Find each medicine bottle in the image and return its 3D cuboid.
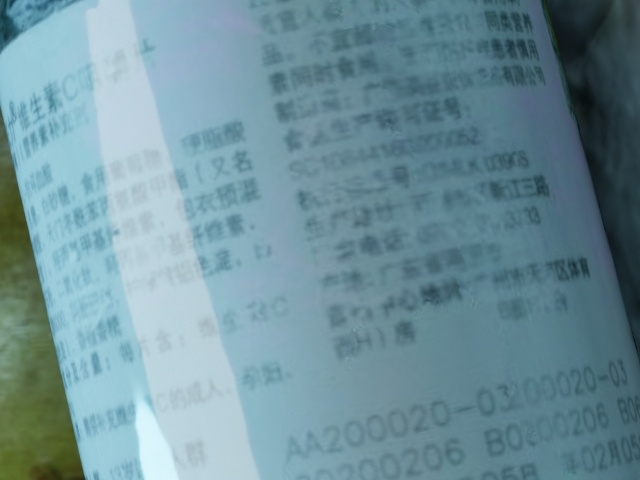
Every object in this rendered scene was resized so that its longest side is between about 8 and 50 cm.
[{"bbox_3d":[0.000,0.000,0.494,0.141,0.141,0.293,-26,77,62],"label":"medicine bottle"}]

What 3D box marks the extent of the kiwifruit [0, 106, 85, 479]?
[{"bbox_3d":[-0.093,0.049,0.639,0.196,0.196,0.234,50,137,44],"label":"kiwifruit"}]
